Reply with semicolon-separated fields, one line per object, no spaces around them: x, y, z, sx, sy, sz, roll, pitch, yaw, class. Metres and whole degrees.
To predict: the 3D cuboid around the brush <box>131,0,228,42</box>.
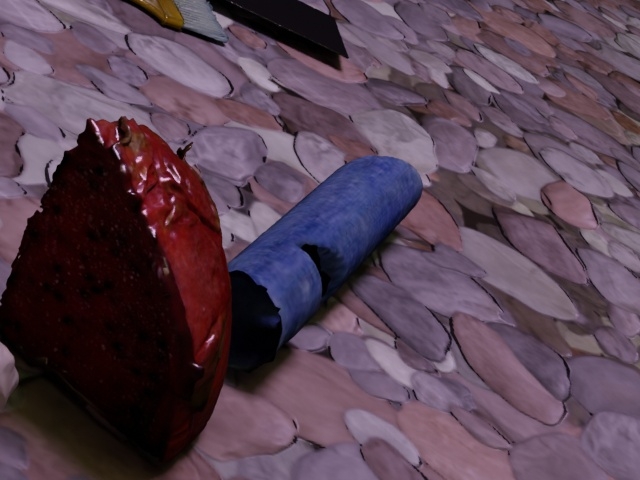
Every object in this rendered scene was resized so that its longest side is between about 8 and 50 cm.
-0.177;-0.208;1.235;0.218;0.010;0.082;13;31;-31;brush

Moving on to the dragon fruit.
-0.078;0.013;0.780;0.120;0.161;0.127;34;36;11;dragon fruit

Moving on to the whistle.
0.000;0.000;0.987;0.062;0.062;0.304;34;25;6;whistle

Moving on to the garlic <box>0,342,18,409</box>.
-0.255;-0.024;0.609;0.185;0.203;0.281;-24;67;-13;garlic

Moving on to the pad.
-0.064;-0.220;1.374;0.190;0.004;0.127;25;20;-15;pad
